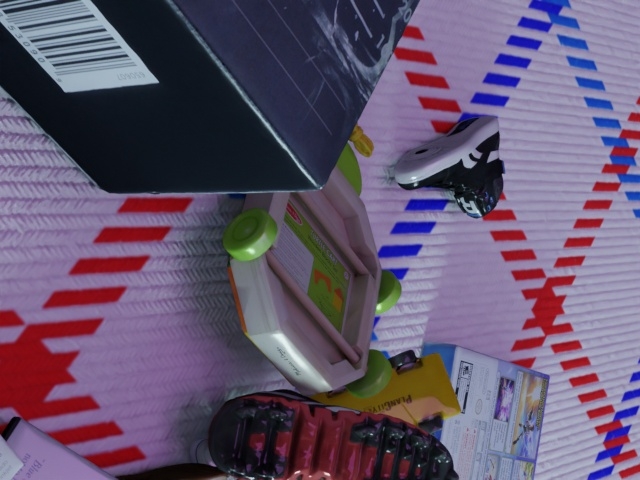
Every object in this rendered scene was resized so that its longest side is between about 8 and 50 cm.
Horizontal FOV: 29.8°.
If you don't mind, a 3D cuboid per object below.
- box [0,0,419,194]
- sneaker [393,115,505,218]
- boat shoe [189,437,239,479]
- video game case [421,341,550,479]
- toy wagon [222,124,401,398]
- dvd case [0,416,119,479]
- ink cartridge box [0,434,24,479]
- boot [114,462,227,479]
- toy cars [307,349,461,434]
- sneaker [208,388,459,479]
[{"bbox_3d":[-0.126,-0.365,1.031,0.480,0.297,0.472,50,54,-39],"label":"box"},{"bbox_3d":[0.181,-0.075,1.561,0.217,0.079,0.121,-32,114,-45],"label":"sneaker"},{"bbox_3d":[-0.101,0.244,1.285,0.100,0.035,0.035,53,54,-37],"label":"boat shoe"},{"bbox_3d":[0.207,0.291,1.627,0.244,0.061,0.270,21,76,-47],"label":"video game case"},{"bbox_3d":[0.000,0.000,1.326,0.267,0.068,0.344,52,34,-37],"label":"toy wagon"},{"bbox_3d":[-0.215,0.298,1.064,0.253,0.022,0.180,37,69,-16],"label":"dvd case"},{"bbox_3d":[-0.359,0.156,0.936,0.154,0.093,0.212,-51,125,-34],"label":"ink cartridge box"},{"bbox_3d":[-0.177,0.314,1.173,0.213,0.077,0.165,-1,96,-50],"label":"boot"},{"bbox_3d":[0.019,0.285,1.384,0.176,0.087,0.394,32,65,-7],"label":"toy cars"},{"bbox_3d":[0.009,0.218,1.280,0.276,0.135,0.098,13,89,-14],"label":"sneaker"}]
